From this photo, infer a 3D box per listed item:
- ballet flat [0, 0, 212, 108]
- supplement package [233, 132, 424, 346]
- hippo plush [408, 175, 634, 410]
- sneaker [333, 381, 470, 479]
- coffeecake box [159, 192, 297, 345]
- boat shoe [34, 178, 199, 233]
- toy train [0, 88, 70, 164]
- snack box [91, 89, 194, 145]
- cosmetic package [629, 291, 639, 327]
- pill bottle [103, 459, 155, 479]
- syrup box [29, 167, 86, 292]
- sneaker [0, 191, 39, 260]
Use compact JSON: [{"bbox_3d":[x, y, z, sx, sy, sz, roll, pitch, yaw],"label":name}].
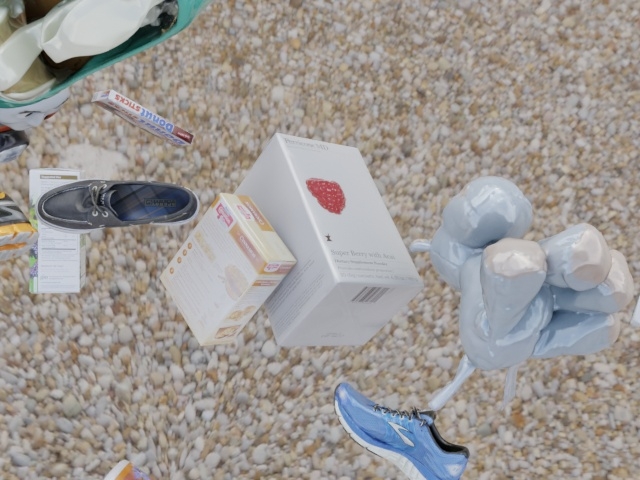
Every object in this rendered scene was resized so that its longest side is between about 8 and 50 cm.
[{"bbox_3d":[-0.169,-0.135,0.484,0.083,0.247,0.087,58,31,-26],"label":"ballet flat"},{"bbox_3d":[0.000,0.000,1.225,0.177,0.175,0.293,5,49,-37],"label":"supplement package"},{"bbox_3d":[0.263,0.046,1.050,0.234,0.294,0.236,3,38,-17],"label":"hippo plush"},{"bbox_3d":[0.177,0.401,1.660,0.330,0.130,0.147,34,102,5],"label":"sneaker"},{"bbox_3d":[-0.143,0.044,1.159,0.068,0.185,0.142,3,43,-52],"label":"coffeecake box"},{"bbox_3d":[-0.285,-0.051,1.076,0.228,0.076,0.080,2,82,-8],"label":"boat shoe"},{"bbox_3d":[-0.339,-0.236,0.685,0.142,0.190,0.334,-28,96,-44],"label":"toy train"},{"bbox_3d":[-0.313,-0.215,1.362,0.178,0.064,0.022,28,74,-40],"label":"snack box"},{"bbox_3d":[0.403,0.046,0.621,0.225,0.224,0.138,22,98,34],"label":"cosmetic package"},{"bbox_3d":[-0.288,0.484,1.309,0.216,0.121,0.121,36,69,2],"label":"pill bottle"},{"bbox_3d":[-0.507,-0.021,1.484,0.096,0.093,0.237,0,95,-11],"label":"syrup box"},{"bbox_3d":[-0.463,-0.015,0.953,0.215,0.084,0.083,-5,60,-55],"label":"sneaker"}]
